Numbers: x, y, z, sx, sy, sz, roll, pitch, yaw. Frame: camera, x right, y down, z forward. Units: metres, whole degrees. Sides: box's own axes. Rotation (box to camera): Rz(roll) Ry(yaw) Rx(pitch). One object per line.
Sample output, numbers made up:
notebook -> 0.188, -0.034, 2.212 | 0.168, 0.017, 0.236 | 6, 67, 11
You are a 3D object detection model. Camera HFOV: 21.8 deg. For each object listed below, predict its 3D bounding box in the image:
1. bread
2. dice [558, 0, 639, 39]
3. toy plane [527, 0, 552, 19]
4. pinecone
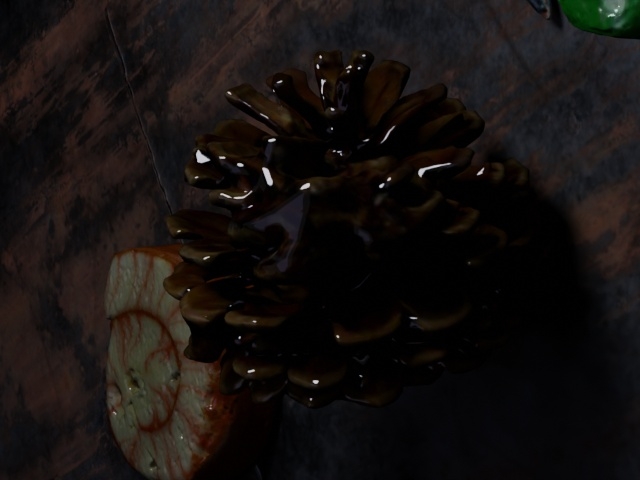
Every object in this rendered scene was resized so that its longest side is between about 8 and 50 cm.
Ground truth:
bread -> -0.180, 0.171, 2.221 | 0.295, 0.114, 0.328 | 17, 107, 49
dice -> 0.301, -0.252, 1.539 | 0.128, 0.131, 0.120 | 21, 113, 48
toy plane -> 0.154, -0.368, 1.734 | 0.223, 0.104, 0.326 | 117, 134, -72
pinecone -> 0.028, -0.018, 1.720 | 0.397, 0.397, 0.398 | 9, 101, 51
